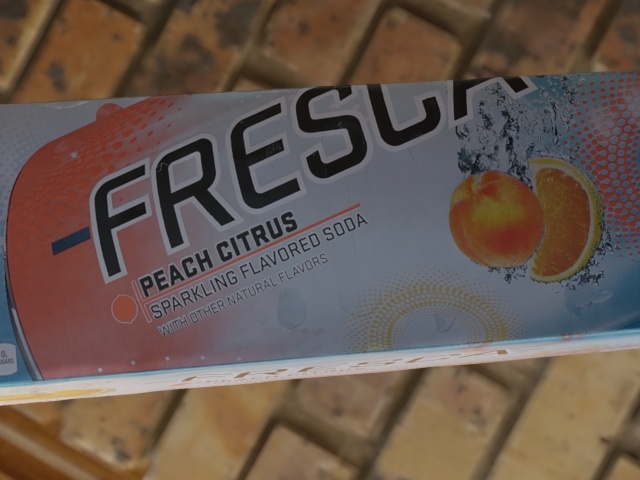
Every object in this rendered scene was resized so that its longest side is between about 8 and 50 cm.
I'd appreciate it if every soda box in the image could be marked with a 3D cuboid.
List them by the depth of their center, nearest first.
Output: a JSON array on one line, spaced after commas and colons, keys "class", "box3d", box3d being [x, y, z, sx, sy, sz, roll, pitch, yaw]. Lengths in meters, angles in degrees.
[{"class": "soda box", "box3d": [0.000, 0.000, 0.369, 0.063, 0.183, 0.058, 140, 124, -76]}]
